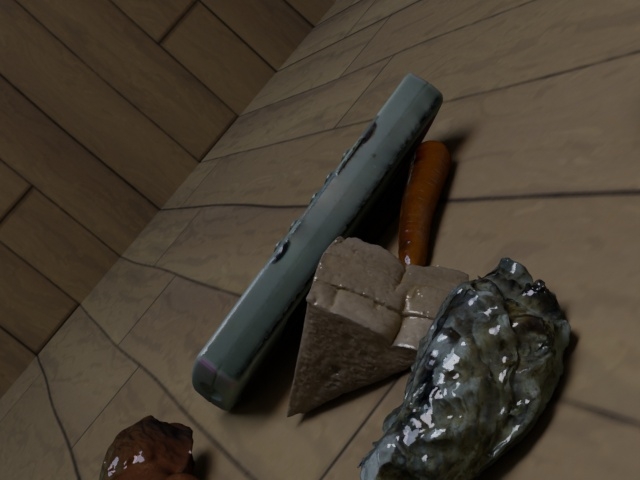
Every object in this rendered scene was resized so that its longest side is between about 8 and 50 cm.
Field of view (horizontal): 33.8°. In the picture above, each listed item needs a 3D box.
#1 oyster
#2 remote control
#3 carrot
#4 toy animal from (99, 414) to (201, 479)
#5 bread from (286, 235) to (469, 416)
[{"bbox_3d":[0.078,0.075,0.590,0.125,0.064,0.177,-46,12,26],"label":"oyster"},{"bbox_3d":[-0.001,-0.001,0.966,0.344,0.050,0.145,-54,-5,-21],"label":"remote control"},{"bbox_3d":[0.083,-0.028,0.890,0.037,0.037,0.190,-39,18,34],"label":"carrot"},{"bbox_3d":[-0.138,0.212,0.815,0.157,0.097,0.312,-46,15,-16],"label":"toy animal"},{"bbox_3d":[0.037,0.079,0.774,0.152,0.105,0.077,99,-166,-48],"label":"bread"}]
